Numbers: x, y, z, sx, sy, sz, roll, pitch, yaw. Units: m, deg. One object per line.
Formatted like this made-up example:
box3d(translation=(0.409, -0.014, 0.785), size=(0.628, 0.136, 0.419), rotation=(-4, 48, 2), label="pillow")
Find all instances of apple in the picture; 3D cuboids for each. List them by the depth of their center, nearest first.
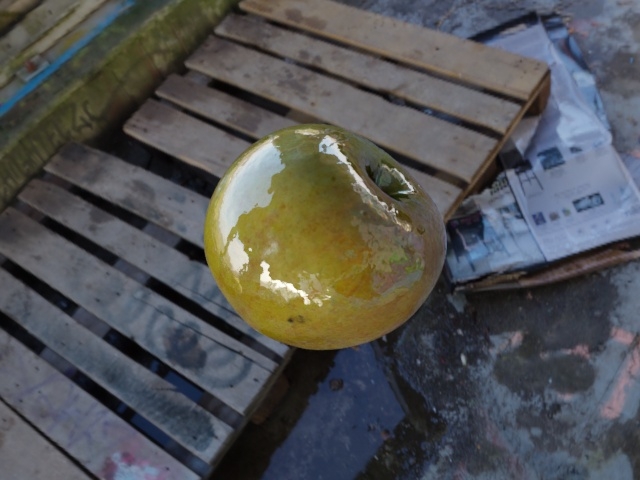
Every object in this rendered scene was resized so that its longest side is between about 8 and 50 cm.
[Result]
box3d(translation=(0.000, 0.000, 0.534), size=(0.155, 0.182, 0.182), rotation=(-46, 49, 25), label="apple")
